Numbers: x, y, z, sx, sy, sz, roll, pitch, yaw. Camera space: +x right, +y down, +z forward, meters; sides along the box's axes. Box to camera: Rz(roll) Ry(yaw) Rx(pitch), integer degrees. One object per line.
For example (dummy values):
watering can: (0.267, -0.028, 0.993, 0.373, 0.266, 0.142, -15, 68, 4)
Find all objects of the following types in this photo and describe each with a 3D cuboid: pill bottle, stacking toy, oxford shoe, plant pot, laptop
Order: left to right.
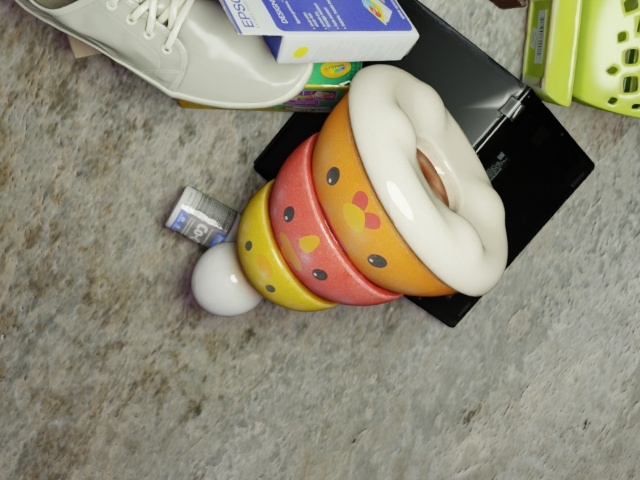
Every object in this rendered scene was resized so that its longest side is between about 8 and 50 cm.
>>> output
oxford shoe: (-0.223, -0.304, 1.193, 0.449, 0.130, 0.169, 23, 80, -3)
pill bottle: (-0.177, -0.026, 1.450, 0.137, 0.078, 0.078, 29, 99, -12)
stacking toy: (0.000, 0.000, 1.306, 0.480, 0.350, 0.350, -30, 107, 27)
laptop: (0.183, -0.125, 1.500, 0.382, 0.236, 0.408, -50, 133, 7)
plant pot: (0.437, -0.310, 1.382, 0.207, 0.227, 0.228, 3, 104, -2)

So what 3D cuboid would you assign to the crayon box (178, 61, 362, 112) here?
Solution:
crayon box: (-0.082, -0.252, 1.343, 0.278, 0.165, 0.081, 1, 85, -3)

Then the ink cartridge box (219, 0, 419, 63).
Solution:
ink cartridge box: (-0.055, -0.371, 1.223, 0.307, 0.303, 0.072, -10, 152, -36)

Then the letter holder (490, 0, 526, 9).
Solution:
letter holder: (0.231, -0.492, 1.310, 0.302, 0.214, 0.152, 33, 98, -14)

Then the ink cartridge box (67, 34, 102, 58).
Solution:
ink cartridge box: (-0.278, -0.394, 1.326, 0.235, 0.088, 0.193, -13, 116, -3)
